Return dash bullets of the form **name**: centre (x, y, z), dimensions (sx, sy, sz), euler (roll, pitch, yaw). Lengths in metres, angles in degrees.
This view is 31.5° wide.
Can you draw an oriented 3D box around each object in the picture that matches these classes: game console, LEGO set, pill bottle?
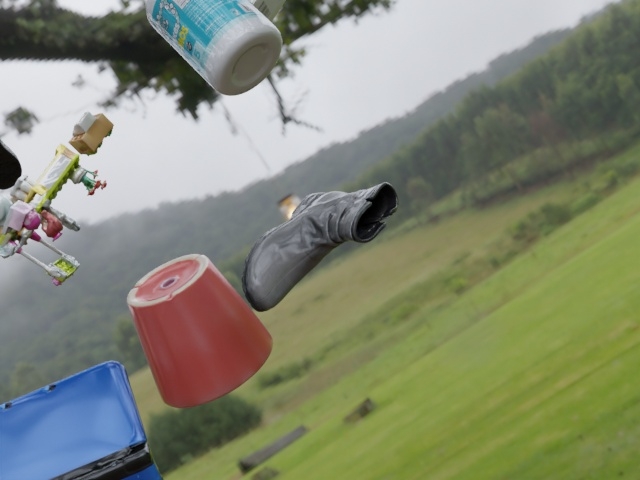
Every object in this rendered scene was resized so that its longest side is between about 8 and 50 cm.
- **game console**: centre (-0.363, 0.352, 1.581), dimensions (0.293, 0.250, 0.173), euler (-22, 20, -5)
- **LEGO set**: centre (-0.303, -0.037, 1.339), dimensions (0.132, 0.107, 0.287), euler (-55, 4, 31)
- **pill bottle**: centre (-0.196, -0.376, 1.921), dimensions (0.146, 0.264, 0.146), euler (-35, -25, -19)

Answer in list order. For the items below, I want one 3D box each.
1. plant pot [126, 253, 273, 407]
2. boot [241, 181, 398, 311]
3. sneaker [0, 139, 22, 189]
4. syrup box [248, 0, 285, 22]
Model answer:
- **plant pot**: centre (-0.273, 0.181, 2.428), dimensions (0.274, 0.243, 0.275), euler (-22, 23, 10)
- **boot**: centre (0.000, 0.000, 2.265), dimensions (0.222, 0.118, 0.338), euler (-7, 39, 46)
- **sneaker**: centre (-0.466, -0.147, 1.558), dimensions (0.051, 0.089, 0.170), euler (-30, -29, -8)
- **syrup box**: centre (-0.195, -0.517, 2.279), dimensions (0.096, 0.236, 0.093), euler (-57, -24, -11)
